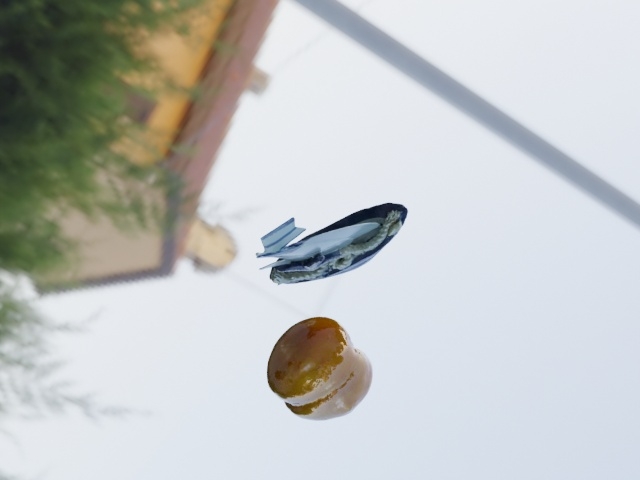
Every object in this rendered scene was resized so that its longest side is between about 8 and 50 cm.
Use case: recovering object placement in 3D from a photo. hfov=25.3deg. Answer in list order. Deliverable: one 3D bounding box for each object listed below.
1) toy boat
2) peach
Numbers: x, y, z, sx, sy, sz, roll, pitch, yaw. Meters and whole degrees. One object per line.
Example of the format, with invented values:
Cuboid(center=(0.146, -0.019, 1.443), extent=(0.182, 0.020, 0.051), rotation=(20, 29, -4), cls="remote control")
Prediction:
Cuboid(center=(-0.016, 0.013, 1.956), extent=(0.210, 0.292, 0.070), rotation=(-36, -107, 41), cls="toy boat")
Cuboid(center=(-0.004, 0.171, 1.875), extent=(0.138, 0.138, 0.138), rotation=(-50, -160, 26), cls="peach")
